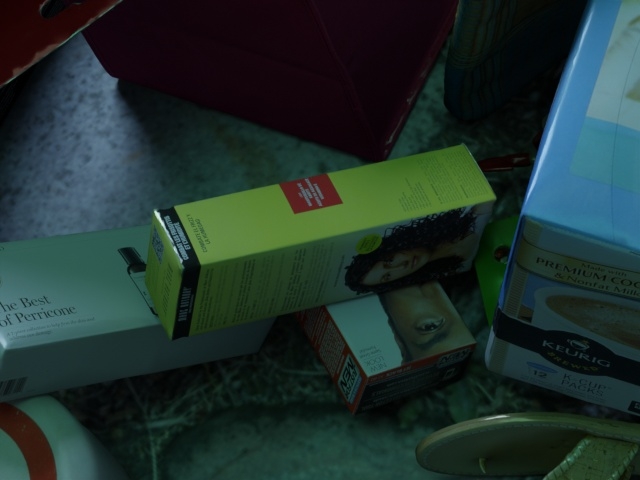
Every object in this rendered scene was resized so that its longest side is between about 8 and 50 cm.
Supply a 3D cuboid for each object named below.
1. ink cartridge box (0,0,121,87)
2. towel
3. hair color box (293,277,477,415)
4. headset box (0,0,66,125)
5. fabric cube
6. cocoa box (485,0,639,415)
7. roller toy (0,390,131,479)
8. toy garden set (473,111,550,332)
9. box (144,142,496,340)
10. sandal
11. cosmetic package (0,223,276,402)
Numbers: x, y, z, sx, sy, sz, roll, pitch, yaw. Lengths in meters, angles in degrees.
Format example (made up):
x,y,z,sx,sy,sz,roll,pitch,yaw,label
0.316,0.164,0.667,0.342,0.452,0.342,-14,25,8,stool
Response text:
x,y,z,sx,sy,sz,roll,pitch,yaw,label
-0.233,-0.266,1.164,0.309,0.130,0.272,-37,64,-1,ink cartridge box
0.206,-0.200,1.184,0.271,0.370,0.040,-32,81,-5,towel
0.030,0.036,1.254,0.093,0.053,0.167,-16,57,-25,hair color box
-0.361,-0.241,1.471,0.283,0.131,0.246,19,68,23,headset box
-0.036,-0.252,1.323,0.258,0.259,0.254,19,70,22,fabric cube
0.302,-0.010,1.066,0.347,0.228,0.231,17,66,8,cocoa box
-0.231,0.199,1.197,0.209,0.146,0.191,-24,59,1,roller toy
0.229,-0.024,1.260,0.244,0.049,0.204,-14,62,7,toy garden set
0.000,0.000,1.187,0.232,0.087,0.058,-13,55,-20,box
0.183,0.164,1.148,0.240,0.088,0.079,-4,58,6,sandal
-0.149,0.043,1.226,0.239,0.060,0.099,-9,48,-42,cosmetic package
